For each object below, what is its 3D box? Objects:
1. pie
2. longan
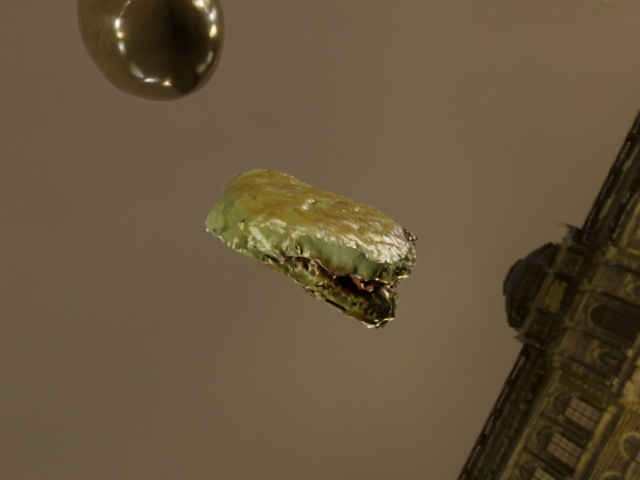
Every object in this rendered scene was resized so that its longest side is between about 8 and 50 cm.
[{"bbox_3d":[-0.023,-0.007,0.894,0.181,0.418,0.395,-66,-5,17],"label":"pie"},{"bbox_3d":[-0.254,-0.335,0.701,0.215,0.246,0.246,-38,-48,-40],"label":"longan"}]
